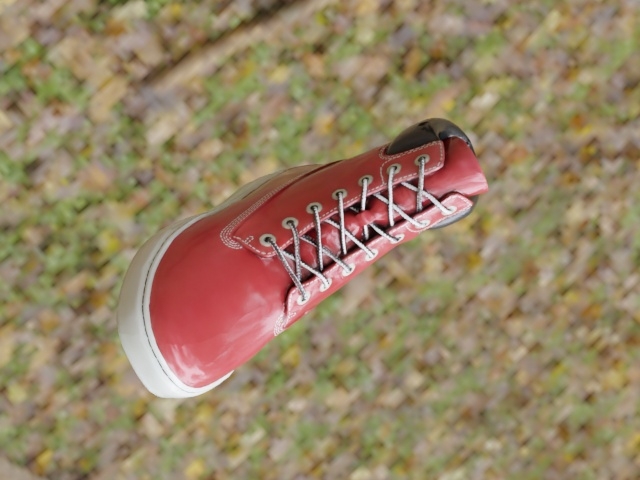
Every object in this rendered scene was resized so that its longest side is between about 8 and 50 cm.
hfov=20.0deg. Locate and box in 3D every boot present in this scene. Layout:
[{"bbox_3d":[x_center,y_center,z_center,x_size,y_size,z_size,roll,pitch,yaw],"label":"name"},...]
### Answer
[{"bbox_3d":[0.000,0.000,1.049,0.176,0.088,0.244,-18,-165,32],"label":"boot"}]
